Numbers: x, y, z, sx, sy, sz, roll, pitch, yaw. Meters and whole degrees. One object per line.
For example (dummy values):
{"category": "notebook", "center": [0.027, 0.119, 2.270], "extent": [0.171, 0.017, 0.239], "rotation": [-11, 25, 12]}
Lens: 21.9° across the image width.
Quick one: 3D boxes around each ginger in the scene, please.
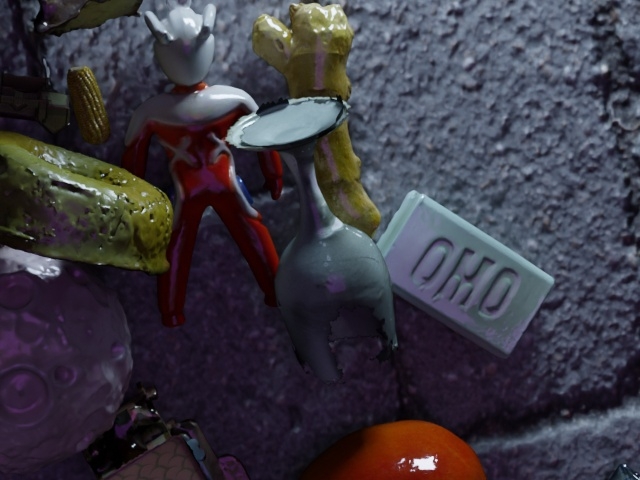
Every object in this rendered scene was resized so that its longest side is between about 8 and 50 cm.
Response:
{"category": "ginger", "center": [0.010, -0.132, 1.925], "extent": [0.118, 0.065, 0.299], "rotation": [-16, 98, 5]}

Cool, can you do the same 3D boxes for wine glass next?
{"category": "wine glass", "center": [0.000, 0.000, 1.859], "extent": [0.143, 0.143, 0.321], "rotation": [-20, 113, -8]}

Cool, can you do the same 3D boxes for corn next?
{"category": "corn", "center": [-0.265, -0.154, 1.887], "extent": [0.037, 0.037, 0.092], "rotation": [-17, 101, -8]}

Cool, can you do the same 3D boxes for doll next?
{"category": "doll", "center": [-0.139, -0.096, 1.894], "extent": [0.188, 0.099, 0.384], "rotation": [-8, 104, -10]}

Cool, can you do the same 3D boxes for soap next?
{"category": "soap", "center": [0.164, 0.041, 1.974], "extent": [0.198, 0.066, 0.119], "rotation": [32, 88, -12]}

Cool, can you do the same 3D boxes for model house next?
{"category": "model house", "center": [-0.145, 0.333, 1.862], "extent": [0.169, 0.244, 0.326], "rotation": [-28, 99, -4]}
{"category": "model house", "center": [-0.325, -0.150, 1.867], "extent": [0.083, 0.057, 0.058], "rotation": [6, 134, -13]}

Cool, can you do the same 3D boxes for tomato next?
{"category": "tomato", "center": [0.090, 0.340, 1.938], "extent": [0.260, 0.180, 0.260], "rotation": [-2, 99, -12]}

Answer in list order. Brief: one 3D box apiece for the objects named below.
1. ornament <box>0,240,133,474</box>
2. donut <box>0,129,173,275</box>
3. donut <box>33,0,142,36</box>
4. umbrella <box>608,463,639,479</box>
{"category": "ornament", "center": [-0.330, 0.130, 1.803], "extent": [0.259, 0.225, 0.259], "rotation": [-3, 107, -10]}
{"category": "donut", "center": [-0.277, -0.043, 1.773], "extent": [0.272, 0.272, 0.107], "rotation": [14, 96, -12]}
{"category": "donut", "center": [-0.377, -0.275, 1.781], "extent": [0.345, 0.136, 0.259], "rotation": [-40, 86, -17]}
{"category": "umbrella", "center": [0.327, 0.379, 2.045], "extent": [0.224, 0.080, 0.071], "rotation": [-41, 136, 0]}
